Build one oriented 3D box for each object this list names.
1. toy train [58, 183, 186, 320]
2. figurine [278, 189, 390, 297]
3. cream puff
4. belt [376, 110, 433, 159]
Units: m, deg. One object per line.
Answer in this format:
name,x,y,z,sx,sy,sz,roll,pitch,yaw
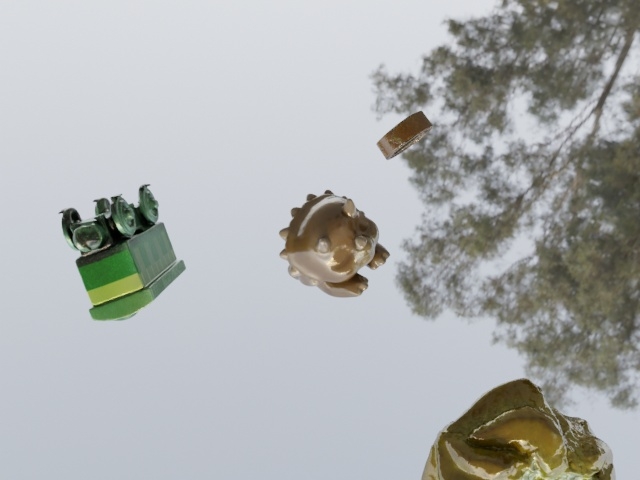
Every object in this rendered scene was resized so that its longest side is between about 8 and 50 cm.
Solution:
toy train,-0.341,0.014,1.383,0.120,0.203,0.301,-18,-171,5
figurine,0.005,-0.002,1.428,0.177,0.173,0.247,-43,-156,-3
cream puff,0.309,0.360,1.326,0.323,0.270,0.274,-30,-167,-6
belt,0.120,-0.154,1.146,0.036,0.083,0.059,56,-164,7
